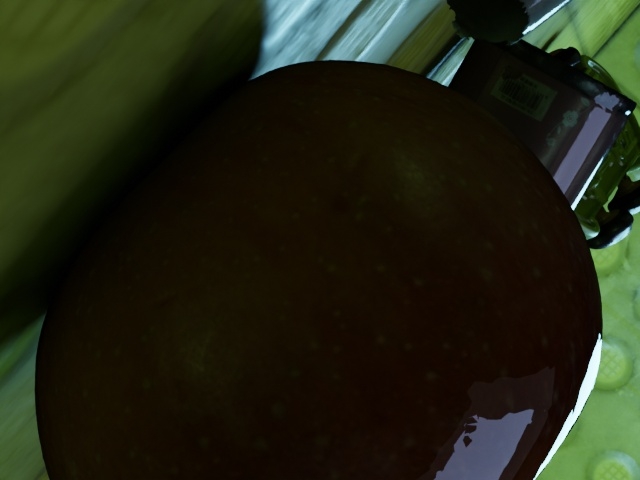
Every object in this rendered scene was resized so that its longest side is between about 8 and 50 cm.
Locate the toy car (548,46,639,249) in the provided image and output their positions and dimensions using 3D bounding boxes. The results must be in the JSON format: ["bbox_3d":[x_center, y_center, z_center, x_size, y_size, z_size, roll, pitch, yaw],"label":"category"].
[{"bbox_3d":[0.246,-0.086,1.557,0.142,0.200,0.248,-24,-171,38],"label":"toy car"}]

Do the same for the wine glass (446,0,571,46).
[{"bbox_3d":[0.140,-0.175,0.616,0.262,0.074,0.074,-45,174,-22],"label":"wine glass"}]

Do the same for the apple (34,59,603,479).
[{"bbox_3d":[-0.005,0.034,0.489,0.201,0.162,0.201,-37,176,-3],"label":"apple"}]

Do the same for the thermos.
[{"bbox_3d":[0.065,0.032,0.905,0.330,0.109,0.136,-61,169,10],"label":"thermos"}]
